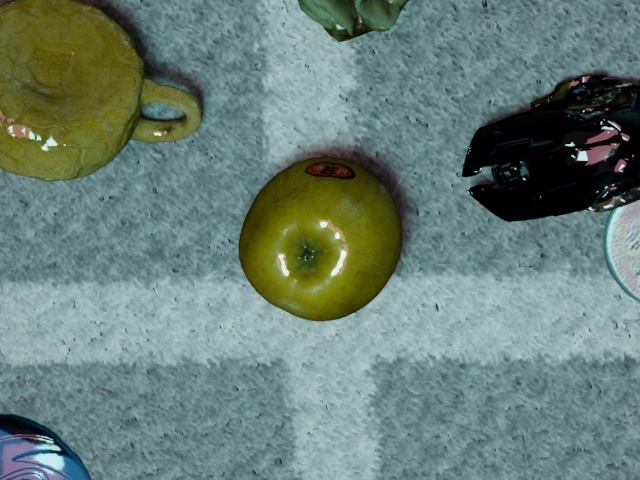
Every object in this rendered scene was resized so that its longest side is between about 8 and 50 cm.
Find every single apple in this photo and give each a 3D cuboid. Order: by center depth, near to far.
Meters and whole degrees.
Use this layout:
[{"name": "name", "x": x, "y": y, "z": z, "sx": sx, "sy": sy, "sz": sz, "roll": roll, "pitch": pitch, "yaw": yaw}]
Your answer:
[{"name": "apple", "x": 0.000, "y": 0.000, "z": 1.585, "sx": 0.182, "sy": 0.155, "sz": 0.182, "roll": 2, "pitch": 107, "yaw": 7}]

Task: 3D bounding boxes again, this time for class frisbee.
[{"name": "frisbee", "x": -0.388, "y": 0.325, "z": 1.798, "sx": 0.242, "sy": 0.045, "sz": 0.242, "roll": 2, "pitch": 105, "yaw": 8}]

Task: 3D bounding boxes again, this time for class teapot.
[{"name": "teapot", "x": -0.283, "y": -0.146, "z": 1.601, "sx": 0.311, "sy": 0.167, "sz": 0.203, "roll": 6, "pitch": 62, "yaw": -16}]

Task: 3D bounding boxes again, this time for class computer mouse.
[{"name": "computer mouse", "x": 0.263, "y": -0.092, "z": 1.553, "sx": 0.242, "sy": 0.077, "sz": 0.146, "roll": -17, "pitch": 94, "yaw": 16}]

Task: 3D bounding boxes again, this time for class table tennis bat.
[{"name": "table tennis bat", "x": 0.420, "y": -0.013, "z": 1.577, "sx": 0.244, "sy": 0.040, "sz": 0.153, "roll": -21, "pitch": 97, "yaw": 18}]

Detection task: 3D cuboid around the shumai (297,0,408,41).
[{"name": "shumai", "x": -0.001, "y": -0.338, "z": 1.516, "sx": 0.225, "sy": 0.222, "sz": 0.260, "roll": 0, "pitch": 73, "yaw": 36}]
